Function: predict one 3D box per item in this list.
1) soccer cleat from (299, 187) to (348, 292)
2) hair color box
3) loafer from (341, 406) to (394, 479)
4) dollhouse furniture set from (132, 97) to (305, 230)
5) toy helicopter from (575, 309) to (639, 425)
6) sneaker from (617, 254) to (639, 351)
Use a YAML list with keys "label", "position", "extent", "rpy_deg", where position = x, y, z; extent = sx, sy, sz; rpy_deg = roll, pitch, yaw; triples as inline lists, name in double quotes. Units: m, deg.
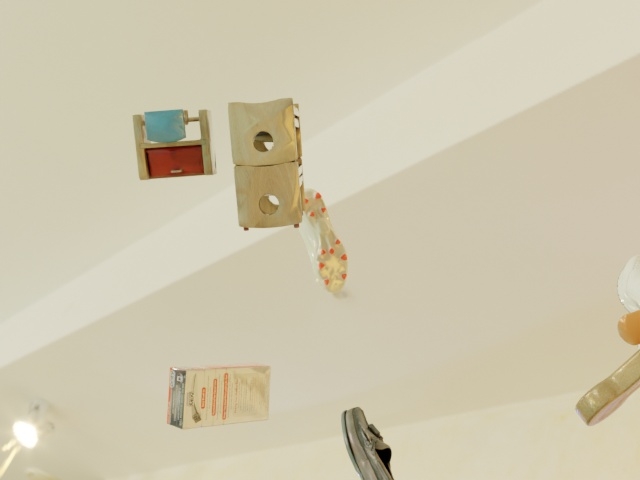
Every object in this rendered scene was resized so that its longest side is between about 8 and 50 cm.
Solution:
- label: "soccer cleat"
  position: [0.000, 0.000, 1.312]
  extent: [0.076, 0.068, 0.196]
  rpy_deg: [166, -93, -72]
- label: "hair color box"
  position: [-0.163, 0.250, 1.171]
  extent: [0.167, 0.093, 0.053]
  rpy_deg: [7, -5, -43]
- label: "loafer"
  position: [0.113, 0.422, 1.339]
  extent: [0.084, 0.267, 0.096]
  rpy_deg: [-32, -44, 15]
- label: "dollhouse furniture set"
  position: [-0.112, -0.078, 0.773]
  extent: [0.183, 0.129, 0.129]
  rpy_deg: [-4, -82, 2]
- label: "toy helicopter"
  position: [0.518, 0.150, 1.066]
  extent: [0.355, 0.140, 0.235]
  rpy_deg: [-47, -33, 13]
- label: "sneaker"
  position: [0.678, 0.127, 1.419]
  extent: [0.111, 0.297, 0.129]
  rpy_deg: [8, -49, -4]
